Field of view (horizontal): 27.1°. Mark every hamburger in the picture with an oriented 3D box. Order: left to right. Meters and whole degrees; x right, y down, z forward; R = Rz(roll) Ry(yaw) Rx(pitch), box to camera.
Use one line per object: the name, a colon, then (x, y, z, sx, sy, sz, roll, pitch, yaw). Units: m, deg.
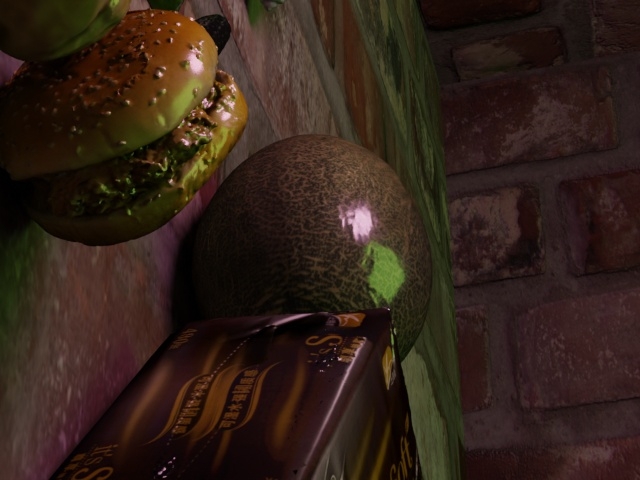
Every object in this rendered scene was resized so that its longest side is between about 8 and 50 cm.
hamburger: (-0.149, -0.082, 0.946, 0.118, 0.182, 0.191, 53, 34, -33)

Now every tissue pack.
tissue pack: (-0.062, 0.209, 0.984, 0.370, 0.210, 0.198, -57, 141, -65)

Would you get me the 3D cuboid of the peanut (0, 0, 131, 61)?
peanut: (-0.190, -0.269, 0.919, 0.147, 0.147, 0.305, 41, 52, -72)

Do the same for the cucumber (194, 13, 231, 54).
cucumber: (-0.129, -0.200, 1.392, 0.214, 0.058, 0.052, -77, 150, -66)

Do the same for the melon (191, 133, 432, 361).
melon: (-0.008, 0.020, 1.361, 0.329, 0.249, 0.248, -90, 167, -63)

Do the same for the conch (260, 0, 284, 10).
conch: (-0.028, -0.495, 1.766, 0.249, 0.197, 0.367, 25, 53, -31)

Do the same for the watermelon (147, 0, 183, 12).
watermelon: (-0.157, -0.320, 1.193, 0.301, 0.123, 0.129, -108, -157, -52)
